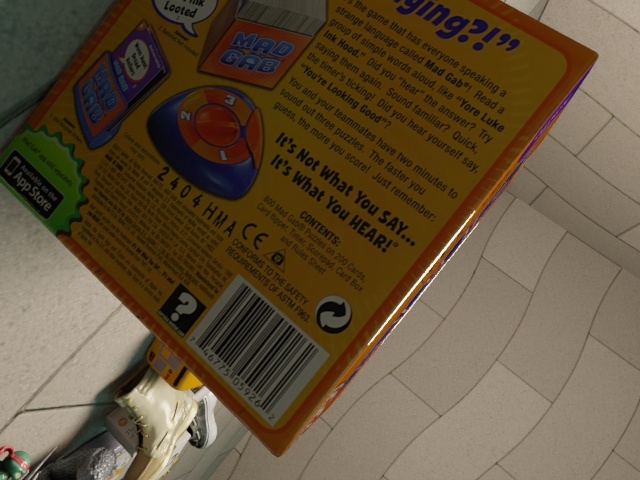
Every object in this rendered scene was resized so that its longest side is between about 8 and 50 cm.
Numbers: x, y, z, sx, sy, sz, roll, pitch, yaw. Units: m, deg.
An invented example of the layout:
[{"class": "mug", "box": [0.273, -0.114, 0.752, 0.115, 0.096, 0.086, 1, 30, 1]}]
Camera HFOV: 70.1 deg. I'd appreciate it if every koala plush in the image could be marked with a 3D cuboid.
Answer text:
[{"class": "koala plush", "box": [-0.458, 0.528, 0.800, 0.203, 0.221, 0.196, -11, 118, -14]}]

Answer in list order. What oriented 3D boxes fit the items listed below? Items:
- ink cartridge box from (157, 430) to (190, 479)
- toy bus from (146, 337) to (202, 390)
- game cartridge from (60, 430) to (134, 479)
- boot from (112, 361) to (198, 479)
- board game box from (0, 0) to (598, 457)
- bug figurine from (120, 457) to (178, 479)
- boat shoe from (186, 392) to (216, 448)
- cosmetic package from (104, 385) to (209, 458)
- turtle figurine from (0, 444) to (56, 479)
[{"class": "ink cartridge box", "box": [-0.433, 0.546, 1.212, 0.150, 0.109, 0.063, -56, 166, 16]}, {"class": "toy bus", "box": [-0.224, 0.227, 1.040, 0.108, 0.130, 0.332, -57, 164, 15]}, {"class": "game cartridge", "box": [-0.497, 0.510, 1.040, 0.198, 0.062, 0.297, -52, 164, 16]}, {"class": "boot", "box": [-0.355, 0.367, 0.903, 0.165, 0.077, 0.213, 58, 43, -28]}, {"class": "board game box", "box": [-0.015, -0.069, 0.521, 0.356, 0.356, 0.356, -52, 165, 2]}, {"class": "bug figurine", "box": [-0.527, 0.689, 1.338, 0.216, 0.072, 0.279, -27, 158, -43]}, {"class": "boat shoe", "box": [-0.387, 0.532, 1.352, 0.119, 0.121, 0.335, -29, 143, -38]}, {"class": "cosmetic package", "box": [-0.356, 0.365, 1.043, 0.239, 0.099, 0.060, -36, 156, -46]}, {"class": "turtle figurine", "box": [-0.496, 0.399, 0.668, 0.234, 0.118, 0.175, -47, 161, -38]}]
